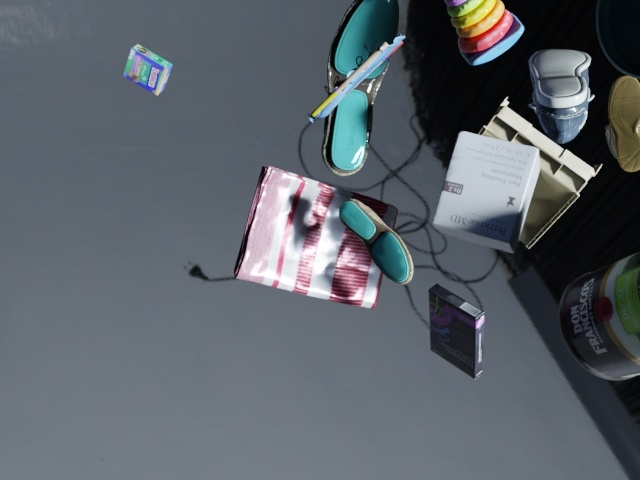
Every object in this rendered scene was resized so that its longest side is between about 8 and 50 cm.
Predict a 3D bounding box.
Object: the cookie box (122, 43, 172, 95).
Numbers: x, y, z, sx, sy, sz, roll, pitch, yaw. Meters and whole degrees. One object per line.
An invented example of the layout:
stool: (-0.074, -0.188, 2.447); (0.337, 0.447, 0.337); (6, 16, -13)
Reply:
cookie box: (-0.456, -0.450, 1.868); (0.107, 0.092, 0.040); (29, 38, -5)

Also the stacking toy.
stacking toy: (0.396, -0.642, 1.907); (0.302, 0.175, 0.166); (46, 20, -30)

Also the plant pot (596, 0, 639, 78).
plant pot: (0.708, -0.439, 1.339); (0.196, 0.293, 0.293); (0, 52, -33)

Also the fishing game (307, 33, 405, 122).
fishing game: (0.046, -0.244, 1.045); (0.041, 0.189, 0.264); (47, 23, -5)

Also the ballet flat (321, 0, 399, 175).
ballet flat: (0.078, -0.412, 1.846); (0.163, 0.483, 0.182); (7, 13, -17)

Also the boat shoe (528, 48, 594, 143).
boat shoe: (0.363, -0.225, 1.065); (0.095, 0.079, 0.254); (-1, 31, 13)

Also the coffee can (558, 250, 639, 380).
coffee can: (0.562, 0.112, 1.175); (0.201, 0.275, 0.202); (6, 70, -16)

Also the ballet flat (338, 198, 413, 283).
ballet flat: (0.116, -0.002, 1.336); (0.206, 0.073, 0.067); (54, 24, 24)

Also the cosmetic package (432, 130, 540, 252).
cosmetic package: (0.317, -0.088, 1.346); (0.151, 0.151, 0.184); (16, 87, 19)

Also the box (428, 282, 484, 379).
box: (0.253, 0.171, 1.325); (0.029, 0.162, 0.116); (-32, 42, -27)

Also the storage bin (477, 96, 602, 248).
storage bin: (0.465, -0.158, 1.652); (0.262, 0.260, 0.123); (39, 53, 9)

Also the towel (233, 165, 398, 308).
towel: (0.000, 0.000, 1.481); (0.328, 0.037, 0.237); (15, 87, -23)

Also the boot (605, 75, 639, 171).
boot: (0.701, -0.276, 1.642); (0.077, 0.213, 0.165); (-7, 13, 17)
